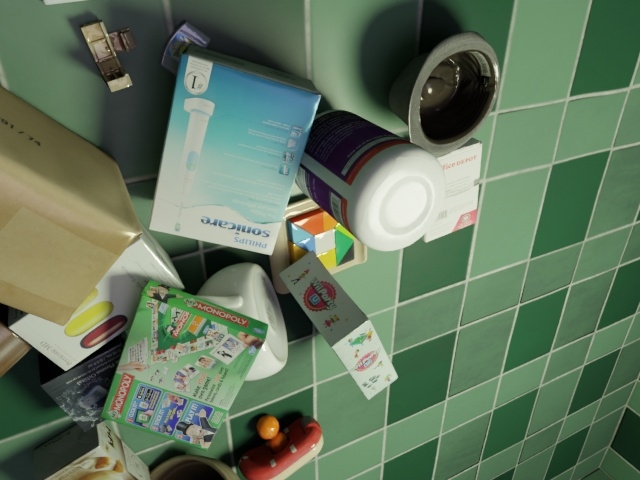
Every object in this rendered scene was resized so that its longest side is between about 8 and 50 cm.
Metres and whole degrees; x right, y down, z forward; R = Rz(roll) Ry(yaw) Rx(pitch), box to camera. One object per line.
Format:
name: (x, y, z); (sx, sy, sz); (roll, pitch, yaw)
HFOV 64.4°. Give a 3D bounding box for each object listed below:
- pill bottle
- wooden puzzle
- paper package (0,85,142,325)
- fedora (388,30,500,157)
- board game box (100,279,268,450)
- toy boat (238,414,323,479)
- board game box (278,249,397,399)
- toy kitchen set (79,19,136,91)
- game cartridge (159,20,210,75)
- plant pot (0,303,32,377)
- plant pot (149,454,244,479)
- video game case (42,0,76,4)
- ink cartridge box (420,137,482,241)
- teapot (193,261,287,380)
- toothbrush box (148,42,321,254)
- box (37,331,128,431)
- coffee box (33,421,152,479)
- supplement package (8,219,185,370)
pill bottle: (0.061, -0.126, 0.916); (0.182, 0.323, 0.181); (-15, 124, -23)
wooden puzzle: (0.000, 0.000, 1.136); (0.239, 0.044, 0.220); (-18, 125, -21)
paper package: (-0.431, -0.086, 0.655); (0.168, 0.309, 0.325); (-49, 129, 6)
fedora: (0.238, -0.304, 1.045); (0.276, 0.124, 0.243); (-32, 131, -22)
board game box: (-0.249, 0.236, 0.908); (0.214, 0.046, 0.317); (23, 119, -9)
toy boat: (-0.117, 0.528, 1.338); (0.231, 0.151, 0.151); (-34, 99, -10)
board game box: (0.047, 0.192, 1.127); (0.098, 0.224, 0.303); (-35, 140, -6)
toy kitchen set: (-0.306, -0.284, 0.765); (0.068, 0.075, 0.083); (-26, 132, -17)
game cartridge: (-0.225, -0.313, 0.836); (0.056, 0.017, 0.083); (28, 101, -35)
plant pot: (-0.575, 0.178, 0.833); (0.165, 0.167, 0.167); (-41, 130, -13)
plant pot: (-0.268, 0.709, 1.255); (0.323, 0.323, 0.280); (-44, 146, -1)
video game case: (-0.313, -0.434, 0.708); (0.191, 0.022, 0.173); (-18, 125, -20)
ink cartridge box: (0.286, -0.128, 1.200); (0.159, 0.092, 0.217); (-20, 127, -20)
teapot: (-0.187, 0.172, 1.021); (0.187, 0.252, 0.255); (-16, 109, 5)
toothbrush box: (-0.149, -0.146, 0.857); (0.217, 0.126, 0.295); (12, 114, -14)
box: (-0.435, 0.263, 1.001); (0.156, 0.093, 0.158); (-28, 129, -14)
coffee box: (-0.487, 0.515, 1.113); (0.141, 0.098, 0.246); (-30, 128, -12)
supplement package: (-0.391, 0.082, 0.892); (0.244, 0.134, 0.139); (-36, 129, -8)
